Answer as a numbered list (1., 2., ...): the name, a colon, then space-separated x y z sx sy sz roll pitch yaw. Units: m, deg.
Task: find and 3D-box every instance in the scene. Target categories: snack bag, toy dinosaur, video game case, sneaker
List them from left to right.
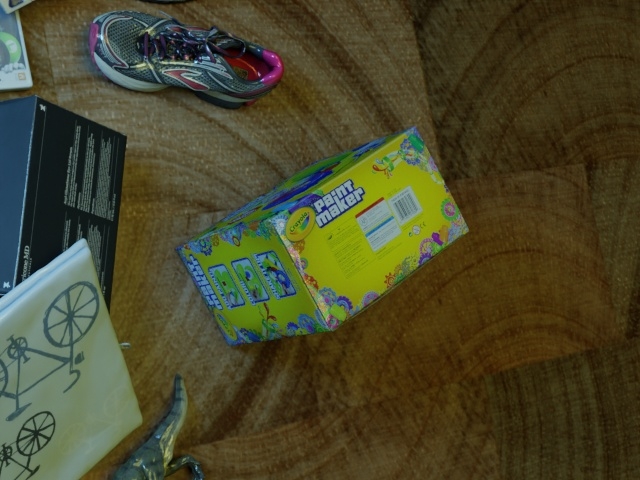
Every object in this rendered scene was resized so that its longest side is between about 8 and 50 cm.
1. video game case: -0.491 -0.292 1.746 0.173 0.022 0.190 -10 87 -34
2. snack bag: -0.371 0.213 1.633 0.323 0.037 0.342 -42 139 -32
3. toy dinosaur: -0.222 0.323 1.789 0.118 0.064 0.268 41 59 -13
4. sneaker: -0.195 -0.278 1.882 0.299 0.112 0.121 7 77 -31

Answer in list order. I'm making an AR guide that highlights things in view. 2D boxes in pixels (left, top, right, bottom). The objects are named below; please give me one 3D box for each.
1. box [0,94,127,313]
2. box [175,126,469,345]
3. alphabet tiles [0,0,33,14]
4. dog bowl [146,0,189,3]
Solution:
1. box: -0.362 -0.037 1.699 0.184 0.103 0.261 25 65 -58
2. box: 0.000 0.000 1.857 0.290 0.279 0.177 -34 101 -33
3. alphabet tiles: -0.443 -0.412 1.746 0.237 0.009 0.198 -33 100 -18
4. dog bowl: -0.225 -0.567 1.892 0.408 0.150 0.408 7 77 -32
